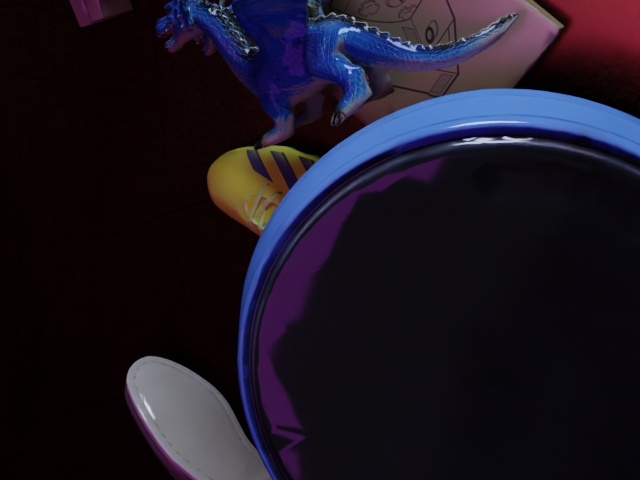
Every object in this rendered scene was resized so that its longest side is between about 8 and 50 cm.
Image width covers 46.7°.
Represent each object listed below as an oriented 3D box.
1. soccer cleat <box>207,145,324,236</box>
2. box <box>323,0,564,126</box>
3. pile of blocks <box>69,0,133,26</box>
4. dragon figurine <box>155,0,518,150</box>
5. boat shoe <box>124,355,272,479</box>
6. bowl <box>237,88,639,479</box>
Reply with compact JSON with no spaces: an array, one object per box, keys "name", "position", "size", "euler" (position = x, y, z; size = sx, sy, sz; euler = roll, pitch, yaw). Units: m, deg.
[{"name":"soccer cleat","position":[0.001,-0.001,0.652],"size":[0.289,0.121,0.093],"euler":[29,130,21]},{"name":"box","position":[0.061,-0.163,0.577],"size":[0.201,0.021,0.164],"euler":[44,135,10]},{"name":"pile of blocks","position":[-0.183,-0.325,0.609],"size":[0.149,0.112,0.362],"euler":[35,133,17]},{"name":"dragon figurine","position":[-0.011,-0.160,0.560],"size":[0.289,0.085,0.144],"euler":[-9,110,44]},{"name":"boat shoe","position":[-0.135,0.286,0.945],"size":[0.324,0.116,0.097],"euler":[42,131,2]},{"name":"bowl","position":[0.123,0.092,0.527],"size":[0.390,0.077,0.391],"euler":[3,106,11]}]
